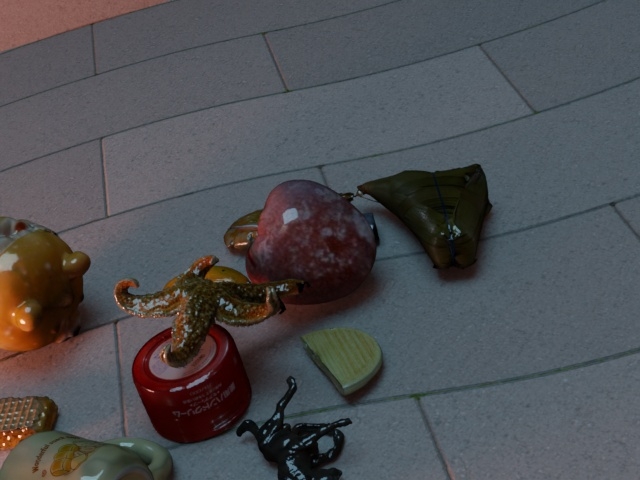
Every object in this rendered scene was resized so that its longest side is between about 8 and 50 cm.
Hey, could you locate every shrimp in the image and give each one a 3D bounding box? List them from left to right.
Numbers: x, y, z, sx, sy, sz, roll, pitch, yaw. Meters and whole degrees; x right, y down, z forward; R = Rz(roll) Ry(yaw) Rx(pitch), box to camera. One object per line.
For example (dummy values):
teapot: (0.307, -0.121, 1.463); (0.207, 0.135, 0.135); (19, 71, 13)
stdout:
shrimp: (-0.065, -0.050, 2.273); (0.294, 0.062, 0.154); (-15, 27, 3)

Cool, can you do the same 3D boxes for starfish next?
starfish: (-0.185, 0.107, 1.850); (0.303, 0.113, 0.312); (10, 27, 31)

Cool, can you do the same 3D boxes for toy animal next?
toy animal: (-0.039, 0.322, 1.728); (0.148, 0.084, 0.232); (-37, 43, -25)

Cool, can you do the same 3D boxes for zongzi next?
zongzi: (0.176, -0.043, 2.107); (0.289, 0.123, 0.260); (-1, 36, 19)

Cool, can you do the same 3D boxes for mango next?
mango: (-0.222, 0.093, 2.125); (0.190, 0.075, 0.098); (-6, 30, 24)

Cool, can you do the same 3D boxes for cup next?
cup: (-0.355, 0.402, 1.714); (0.202, 0.255, 0.173); (7, 83, 31)

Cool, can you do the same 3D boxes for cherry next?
cherry: (-0.036, 0.004, 2.044); (0.285, 0.236, 0.213); (11, 6, 2)

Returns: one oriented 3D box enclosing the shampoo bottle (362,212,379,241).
shampoo bottle: (0.000, 0.000, 2.183); (0.233, 0.049, 0.087); (-14, 35, 2)

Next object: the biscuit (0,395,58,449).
biscuit: (-0.665, 0.348, 1.960); (0.378, 0.054, 0.094); (-10, 36, 8)

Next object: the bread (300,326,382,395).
bread: (0.050, 0.204, 1.898); (0.112, 0.036, 0.193); (-22, 32, -16)

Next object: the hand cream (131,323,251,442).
hand cream: (-0.223, 0.242, 1.874); (0.193, 0.125, 0.193); (-12, 35, 9)

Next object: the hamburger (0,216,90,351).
hamburger: (-0.578, 0.092, 2.107); (0.236, 0.276, 0.276); (13, 44, 24)
